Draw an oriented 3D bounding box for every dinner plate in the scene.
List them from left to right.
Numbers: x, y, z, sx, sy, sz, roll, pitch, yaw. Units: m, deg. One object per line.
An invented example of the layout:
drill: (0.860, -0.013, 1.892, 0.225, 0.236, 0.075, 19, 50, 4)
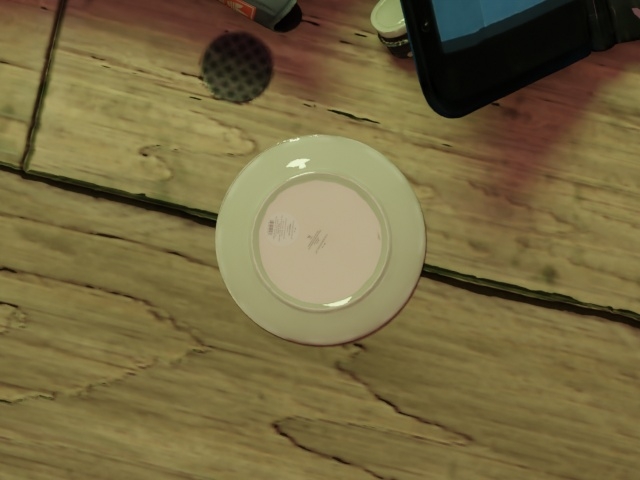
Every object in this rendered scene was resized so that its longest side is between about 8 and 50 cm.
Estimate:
dinner plate: (0.000, 0.000, 1.182, 0.141, 0.017, 0.141, 0, 92, 2)

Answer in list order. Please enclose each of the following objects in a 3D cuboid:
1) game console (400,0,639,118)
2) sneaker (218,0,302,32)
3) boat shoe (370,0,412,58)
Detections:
game console: (0.168, -0.246, 1.056, 0.250, 0.173, 0.293, -9, 107, 19)
sneaker: (-0.086, -0.194, 1.116, 0.350, 0.131, 0.148, -13, 88, 1)
boat shoe: (0.091, -0.165, 1.163, 0.125, 0.038, 0.046, -39, 50, -3)
